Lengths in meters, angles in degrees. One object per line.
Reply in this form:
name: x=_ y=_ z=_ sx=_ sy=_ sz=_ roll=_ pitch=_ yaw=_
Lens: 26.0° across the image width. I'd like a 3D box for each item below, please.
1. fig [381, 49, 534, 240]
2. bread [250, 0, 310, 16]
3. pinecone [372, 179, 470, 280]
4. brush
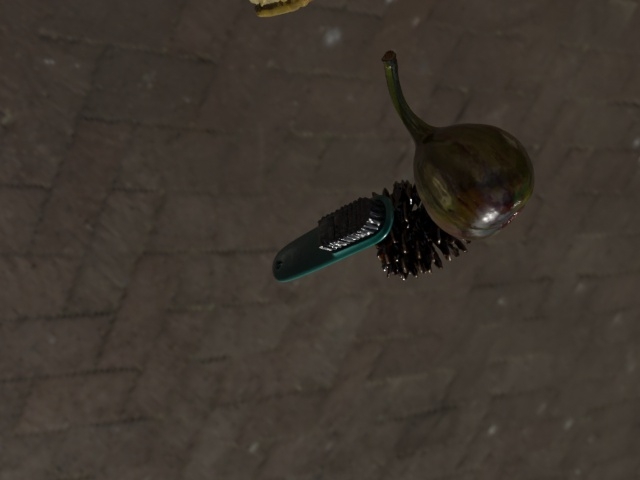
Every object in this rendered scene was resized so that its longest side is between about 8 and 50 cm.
fig: x=0.142 y=-0.113 z=1.625 sx=0.149 sy=0.245 sz=0.149 roll=-42 pitch=176 yaw=-4
bread: x=0.025 y=-0.341 z=1.428 sx=0.114 sy=0.274 sz=0.185 roll=34 pitch=69 yaw=-34
pinecone: x=0.164 y=-0.022 z=2.181 sx=0.165 sy=0.163 sz=0.163 roll=-9 pitch=142 yaw=9
brush: x=0.000 y=0.000 z=1.255 sx=0.032 sy=0.193 sz=0.043 roll=12 pitch=68 yaw=-33
